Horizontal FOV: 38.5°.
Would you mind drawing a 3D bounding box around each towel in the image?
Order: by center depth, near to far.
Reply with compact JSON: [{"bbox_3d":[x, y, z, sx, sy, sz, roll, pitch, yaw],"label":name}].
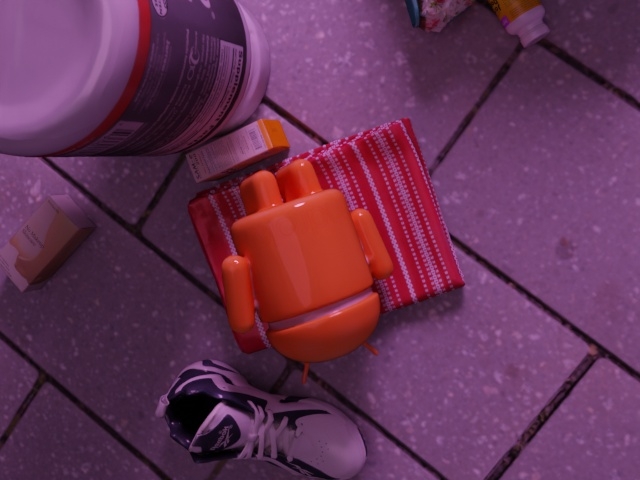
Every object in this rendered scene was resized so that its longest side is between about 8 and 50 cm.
[{"bbox_3d":[0.000,0.000,1.014,0.275,0.031,0.199,-19,90,17],"label":"towel"}]

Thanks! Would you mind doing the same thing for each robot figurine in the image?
[{"bbox_3d":[-0.016,0.031,0.941,0.128,0.158,0.219,-18,92,31],"label":"robot figurine"}]

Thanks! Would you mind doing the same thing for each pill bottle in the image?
[{"bbox_3d":[-0.191,-0.185,0.881,0.210,0.363,0.210,2,96,17],"label":"pill bottle"},{"bbox_3d":[0.198,-0.238,0.926,0.043,0.043,0.083,-31,85,17],"label":"pill bottle"}]

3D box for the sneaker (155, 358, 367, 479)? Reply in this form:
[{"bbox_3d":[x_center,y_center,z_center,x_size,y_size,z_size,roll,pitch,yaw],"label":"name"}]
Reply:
[{"bbox_3d":[-0.073,0.210,0.990,0.235,0.153,0.094,29,104,13],"label":"sneaker"}]

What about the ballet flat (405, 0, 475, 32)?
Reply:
[{"bbox_3d":[0.097,-0.333,0.936,0.077,0.091,0.241,-19,96,1],"label":"ballet flat"}]

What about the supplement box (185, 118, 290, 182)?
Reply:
[{"bbox_3d":[-0.091,-0.099,1.016,0.098,0.062,0.036,-22,90,18],"label":"supplement box"}]

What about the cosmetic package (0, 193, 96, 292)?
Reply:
[{"bbox_3d":[-0.334,0.003,1.109,0.060,0.041,0.115,46,106,9],"label":"cosmetic package"}]
